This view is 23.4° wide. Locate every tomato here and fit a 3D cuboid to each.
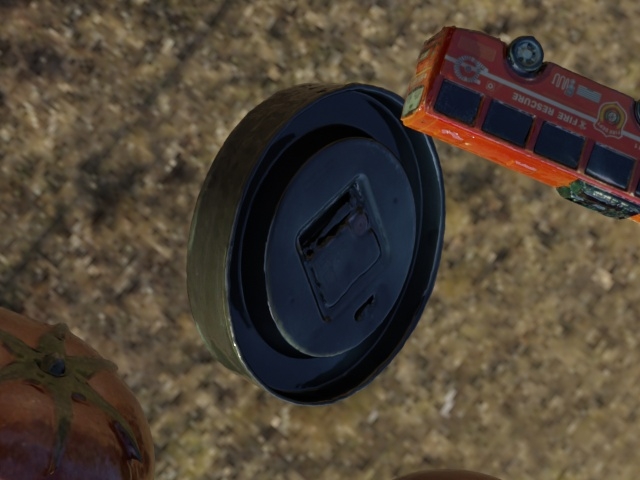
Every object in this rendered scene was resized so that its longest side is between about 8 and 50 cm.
[{"bbox_3d":[-0.272,0.185,1.251,0.265,0.265,0.265,-33,143,-30],"label":"tomato"}]

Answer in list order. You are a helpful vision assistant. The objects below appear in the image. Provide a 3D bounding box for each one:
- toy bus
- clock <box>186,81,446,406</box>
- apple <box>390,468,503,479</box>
[{"bbox_3d":[0.084,-0.039,0.543,0.031,0.110,0.043,153,-43,-73],"label":"toy bus"},{"bbox_3d":[0.000,0.000,0.869,0.184,0.040,0.185,-18,114,-44],"label":"clock"},{"bbox_3d":[0.133,0.321,1.408,0.230,0.230,0.230,-33,143,-30],"label":"apple"}]
